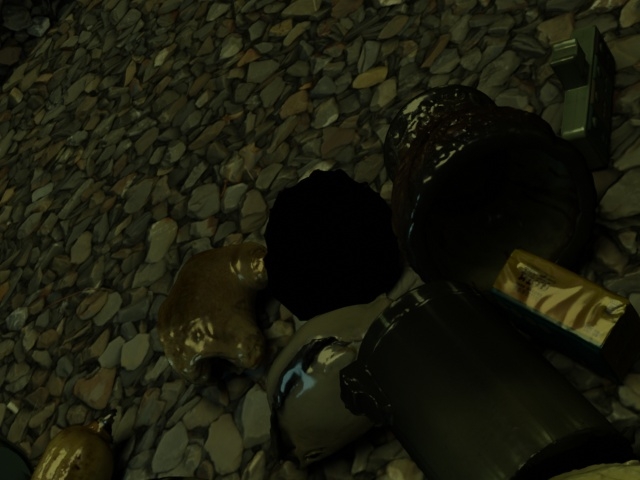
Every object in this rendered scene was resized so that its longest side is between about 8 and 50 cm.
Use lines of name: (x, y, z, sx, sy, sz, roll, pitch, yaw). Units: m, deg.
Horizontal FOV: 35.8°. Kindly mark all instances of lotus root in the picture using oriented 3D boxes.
lotus root: (-0.394, 0.369, 1.600, 0.125, 0.118, 0.221, 22, 66, 14)

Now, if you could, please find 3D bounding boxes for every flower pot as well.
flower pot: (0.210, -0.084, 1.367, 0.266, 0.266, 0.267, -37, 30, 10)

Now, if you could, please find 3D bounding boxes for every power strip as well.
power strip: (0.370, -0.224, 1.423, 0.061, 0.145, 0.216, -11, 49, 33)

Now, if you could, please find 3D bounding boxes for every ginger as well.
ginger: (-0.157, 0.108, 1.612, 0.221, 0.130, 0.276, -33, 46, 1)

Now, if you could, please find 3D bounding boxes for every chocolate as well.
chocolate: (0.000, 0.000, 1.547, 0.177, 0.206, 0.224, -166, 76, -72)

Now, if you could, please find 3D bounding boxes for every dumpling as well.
dumpling: (0.001, 0.176, 1.368, 0.293, 0.163, 0.204, -55, 34, 26)

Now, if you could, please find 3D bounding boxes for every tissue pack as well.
tissue pack: (0.305, 0.089, 1.211, 0.169, 0.120, 0.082, 30, 80, 41)

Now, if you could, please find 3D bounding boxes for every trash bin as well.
trash bin: (0.193, 0.209, 1.158, 0.252, 0.203, 0.301, -16, 36, -20)

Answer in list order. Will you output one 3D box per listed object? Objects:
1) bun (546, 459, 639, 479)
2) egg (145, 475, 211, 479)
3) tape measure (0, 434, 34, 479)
bun: (0.322, 0.365, 0.891, 0.364, 0.202, 0.364, -8, 25, 4)
egg: (-0.205, 0.449, 1.235, 0.379, 0.287, 0.288, -35, 39, 31)
tape measure: (-0.585, 0.438, 1.603, 0.138, 0.259, 0.262, 0, 52, 40)
